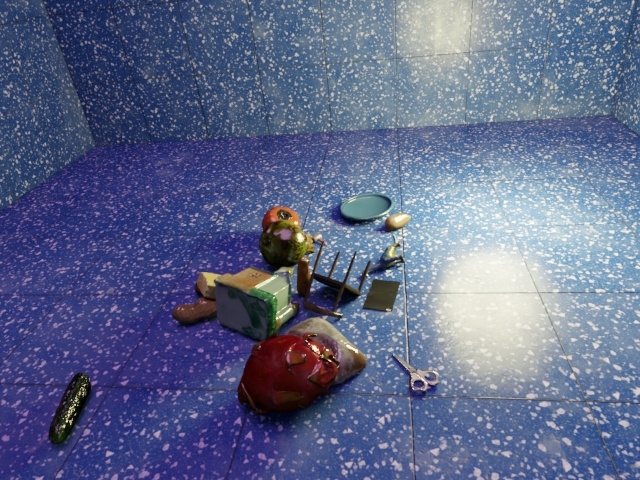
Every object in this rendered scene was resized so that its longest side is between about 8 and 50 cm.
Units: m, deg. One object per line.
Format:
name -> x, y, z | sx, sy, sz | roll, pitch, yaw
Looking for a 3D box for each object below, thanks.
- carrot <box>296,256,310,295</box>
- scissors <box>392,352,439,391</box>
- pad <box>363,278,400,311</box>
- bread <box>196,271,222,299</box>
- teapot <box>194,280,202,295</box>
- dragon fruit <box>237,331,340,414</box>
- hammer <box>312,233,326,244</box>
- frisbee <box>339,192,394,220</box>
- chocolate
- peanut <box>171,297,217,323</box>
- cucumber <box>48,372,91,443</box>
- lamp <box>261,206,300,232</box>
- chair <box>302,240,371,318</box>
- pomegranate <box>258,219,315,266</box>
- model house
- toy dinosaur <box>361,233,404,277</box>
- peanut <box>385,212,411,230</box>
carrot -> -0.067, 0.145, 1.851 | 0.060, 0.186, 0.060 | 0, 35, 0
scissors -> 0.294, 0.416, 1.500 | 0.100, 0.015, 0.189 | -25, 35, -22
pad -> 0.246, 0.214, 1.848 | 0.116, 0.004, 0.193 | 5, 33, 18
bread -> -0.394, 0.192, 1.877 | 0.188, 0.068, 0.125 | 15, 16, -32
teapot -> -0.500, 0.198, 1.987 | 0.110, 0.085, 0.080 | -13, 42, 51
dragon fruit -> -0.110, 0.399, 1.408 | 0.314, 0.251, 0.250 | -14, 23, 35
hammer -> 0.000, 0.000, 2.227 | 0.052, 0.031, 0.083 | -32, 50, -30
frisbee -> 0.241, -0.165, 2.422 | 0.289, 0.049, 0.290 | -8, 30, 5
chocolate -> 0.005, 0.357, 1.584 | 0.185, 0.101, 0.303 | -27, 34, -25
peanut -> -0.480, 0.272, 1.816 | 0.192, 0.089, 0.089 | -15, 32, -14
cucumber -> -0.794, 0.532, 1.470 | 0.074, 0.075, 0.241 | -7, 33, 0
lamp -> -0.192, -0.065, 2.246 | 0.187, 0.164, 0.188 | 11, 44, -11
chair -> 0.058, 0.166, 1.831 | 0.188, 0.166, 0.273 | 18, 82, 33
pomegranate -> -0.137, 0.000, 2.076 | 0.276, 0.204, 0.222 | -27, 44, -28
model house -> -0.203, 0.208, 1.804 | 0.266, 0.194, 0.325 | 16, 28, 29
toy dinosaur -> 0.268, 0.069, 2.026 | 0.188, 0.075, 0.248 | -9, 37, 10
peanut -> 0.376, -0.096, 2.266 | 0.152, 0.076, 0.076 | -25, 36, -24
